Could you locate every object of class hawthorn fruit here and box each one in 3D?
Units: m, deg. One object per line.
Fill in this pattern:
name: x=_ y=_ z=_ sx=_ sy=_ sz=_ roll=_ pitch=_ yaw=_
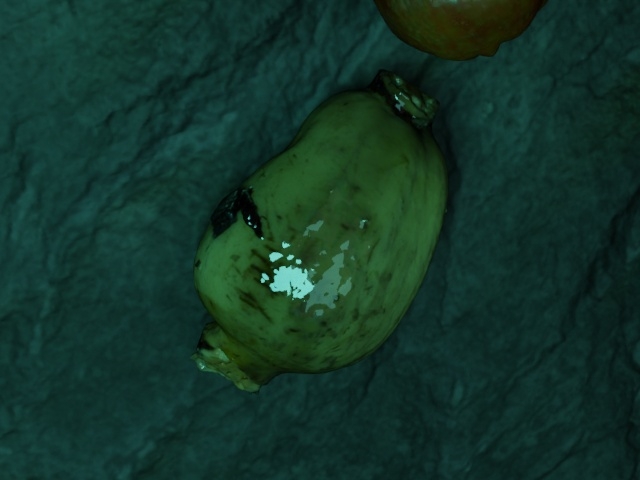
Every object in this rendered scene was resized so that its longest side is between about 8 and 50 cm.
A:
hawthorn fruit: x=0.093 y=-0.196 z=0.914 sx=0.133 sy=0.133 sz=0.138 roll=-34 pitch=105 yaw=-7

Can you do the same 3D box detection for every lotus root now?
lotus root: x=0.000 y=0.000 z=0.941 sx=0.154 sy=0.140 sz=0.257 roll=29 pitch=90 yaw=-33
